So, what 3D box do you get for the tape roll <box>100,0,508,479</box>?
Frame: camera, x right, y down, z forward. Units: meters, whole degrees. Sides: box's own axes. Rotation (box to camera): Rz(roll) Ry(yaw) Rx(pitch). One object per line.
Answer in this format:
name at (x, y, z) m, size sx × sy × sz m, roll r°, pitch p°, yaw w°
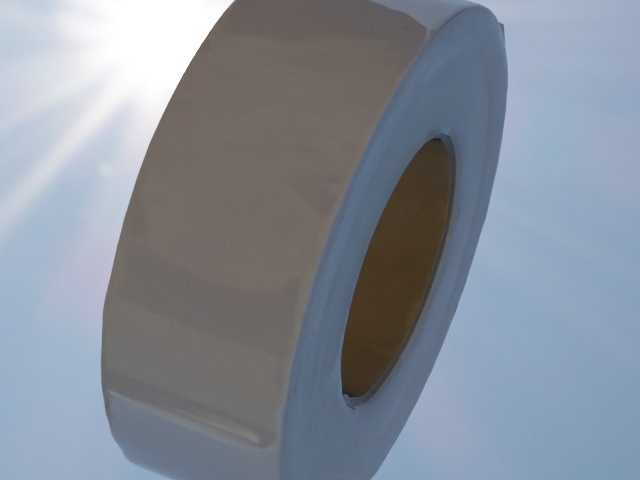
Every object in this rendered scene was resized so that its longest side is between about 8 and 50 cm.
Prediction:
tape roll at (0.000, 0.000, 0.924) m, size 0.100 × 0.286 × 0.286 m, roll 19°, pitch -100°, yaw 19°
